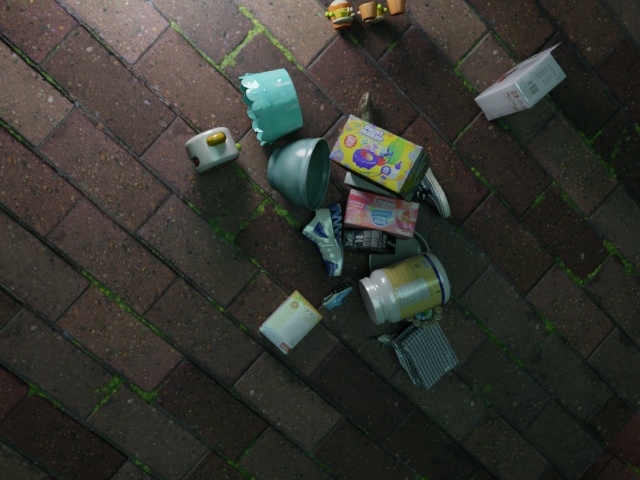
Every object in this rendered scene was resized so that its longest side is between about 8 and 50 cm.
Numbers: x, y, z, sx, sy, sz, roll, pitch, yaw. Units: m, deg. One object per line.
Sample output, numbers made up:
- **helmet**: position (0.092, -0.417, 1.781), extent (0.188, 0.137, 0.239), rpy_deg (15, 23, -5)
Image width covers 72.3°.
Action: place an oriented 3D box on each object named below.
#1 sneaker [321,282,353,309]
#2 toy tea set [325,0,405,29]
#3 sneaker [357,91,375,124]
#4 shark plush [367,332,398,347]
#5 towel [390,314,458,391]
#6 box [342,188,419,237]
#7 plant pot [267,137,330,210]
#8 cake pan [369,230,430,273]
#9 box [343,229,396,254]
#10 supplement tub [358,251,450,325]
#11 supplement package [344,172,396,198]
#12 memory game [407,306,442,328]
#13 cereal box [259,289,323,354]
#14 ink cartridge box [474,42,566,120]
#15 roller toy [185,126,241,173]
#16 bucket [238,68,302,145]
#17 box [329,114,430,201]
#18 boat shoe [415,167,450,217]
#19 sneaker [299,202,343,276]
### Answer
- **sneaker**: position (0.083, 0.254, 1.984), extent (0.162, 0.063, 0.073), rpy_deg (-35, 118, 0)
- **toy tea set**: position (0.181, -0.964, 1.796), extent (0.335, 0.200, 0.125), rpy_deg (-13, 106, -7)
- **sneaker**: position (0.204, -0.547, 1.920), extent (0.071, 0.066, 0.189), rpy_deg (5, 101, -26)
- **shark plush**: position (0.300, 0.477, 2.038), extent (0.161, 0.073, 0.067), rpy_deg (4, 127, -15)
- **towel**: position (0.481, 0.514, 1.996), extent (0.235, 0.121, 0.284), rpy_deg (-35, 100, -27)
- **box**: position (0.254, -0.106, 1.890), extent (0.299, 0.142, 0.154), rpy_deg (13, 84, 0)
- **plant pot**: position (-0.096, -0.283, 1.800), extent (0.196, 0.293, 0.294), rpy_deg (11, 94, 16)
- **cake pan**: position (0.357, 0.086, 2.005), extent (0.292, 0.054, 0.294), rpy_deg (-1, 96, -9)
- **box**: position (0.212, 0.009, 1.879), extent (0.147, 0.180, 0.078), rpy_deg (21, 73, -53)
- **supplement tub**: position (0.353, 0.207, 1.868), extent (0.330, 0.241, 0.241), rpy_deg (-20, 99, -6)
- **supplement package**: position (0.238, -0.300, 1.859), extent (0.202, 0.149, 0.195), rpy_deg (17, 93, 20)
- **memory game**: position (0.464, 0.317, 2.002), extent (0.185, 0.186, 0.012), rpy_deg (-11, 141, -8)
- **cereal box**: position (-0.132, 0.365, 1.957), extent (0.240, 0.047, 0.173), rpy_deg (-44, 100, -2)
- **ink cartridge box**: position (0.869, -0.671, 1.880), extent (0.271, 0.309, 0.130), rpy_deg (-41, 101, -3)
- **roller toy**: position (-0.436, -0.365, 1.757), extent (0.190, 0.209, 0.147), rpy_deg (-22, 98, 14)
- **bucket**: position (-0.196, -0.537, 1.747), extent (0.182, 0.281, 0.282), rpy_deg (-20, 99, -8)
- **box**: position (0.229, -0.296, 1.634), extent (0.289, 0.279, 0.177), rpy_deg (30, 97, 19)
- **boat shoe**: position (0.440, -0.229, 1.963), extent (0.158, 0.127, 0.341), rpy_deg (-28, 92, 1)
- **sneaker**: position (0.000, -0.001, 1.913), extent (0.182, 0.127, 0.316), rpy_deg (-3, 89, -5)
